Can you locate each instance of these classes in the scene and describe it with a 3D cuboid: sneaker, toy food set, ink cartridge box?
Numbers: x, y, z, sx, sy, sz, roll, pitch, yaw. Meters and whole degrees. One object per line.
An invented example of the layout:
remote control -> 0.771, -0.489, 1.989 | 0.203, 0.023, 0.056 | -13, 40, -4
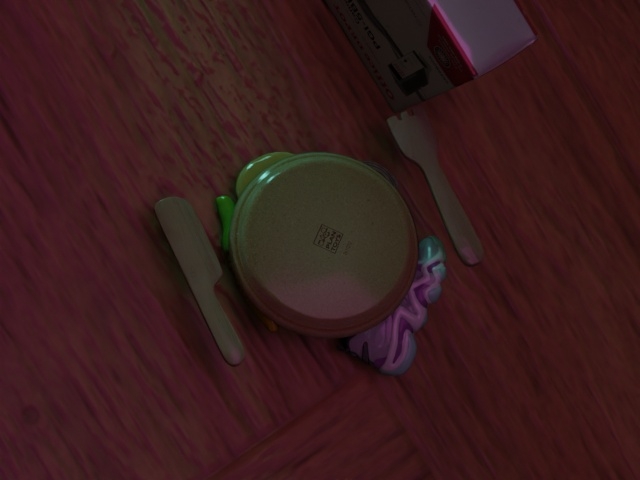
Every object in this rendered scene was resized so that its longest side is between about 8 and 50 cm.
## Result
sneaker -> 0.040, 0.033, 1.094 | 0.069, 0.038, 0.098 | 24, 74, -18
toy food set -> 0.000, 0.000, 1.072 | 0.192, 0.038, 0.132 | -21, 79, -16
ink cartridge box -> 0.067, -0.145, 1.078 | 0.056, 0.135, 0.099 | -34, 95, -19
